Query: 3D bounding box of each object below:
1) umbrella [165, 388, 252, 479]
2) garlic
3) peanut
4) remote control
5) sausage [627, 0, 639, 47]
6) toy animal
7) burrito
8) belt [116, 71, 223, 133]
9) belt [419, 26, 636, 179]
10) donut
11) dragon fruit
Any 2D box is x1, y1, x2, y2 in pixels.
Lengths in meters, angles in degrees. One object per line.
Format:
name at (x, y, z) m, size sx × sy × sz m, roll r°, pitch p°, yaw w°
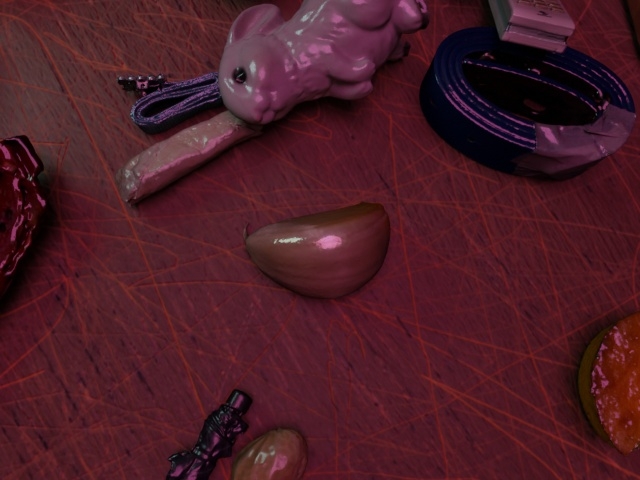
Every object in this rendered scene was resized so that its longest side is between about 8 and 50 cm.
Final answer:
umbrella at (-0.182, 0.326, 0.770) m, size 0.071 × 0.080 × 0.224 m, roll 21°, pitch 71°, yaw 37°
garlic at (-0.003, 0.011, 0.824) m, size 0.244 × 0.146 × 0.164 m, roll -8°, pitch 47°, yaw -3°
peanut at (-0.097, 0.374, 0.749) m, size 0.098 × 0.090 × 0.214 m, roll 32°, pitch 77°, yaw -9°
remote control at (0.354, -0.414, 0.885) m, size 0.102 × 0.056 × 0.277 m, roll 12°, pitch 45°, yaw -1°
sausage at (0.631, -0.410, 0.965) m, size 0.065 × 0.065 × 0.170 m, roll -6°, pitch 80°, yaw -5°
toy animal at (-0.016, -0.336, 0.851) m, size 0.357 × 0.194 × 0.258 m, roll -26°, pitch 80°, yaw -6°
burrito at (-0.219, -0.150, 0.865) m, size 0.275 × 0.059 × 0.082 m, roll -29°, pitch 67°, yaw -9°
belt at (-0.247, -0.257, 0.887) m, size 0.179 × 0.065 × 0.100 m, roll -22°, pitch 89°, yaw -9°
belt at (0.348, -0.235, 0.885) m, size 0.346 × 0.117 × 0.213 m, roll 21°, pitch 76°, yaw 1°
donut at (0.505, 0.196, 0.815) m, size 0.259 × 0.101 × 0.152 m, roll -35°, pitch 82°, yaw -8°
dragon fruit at (-0.581, -0.012, 0.806) m, size 0.329 × 0.228 × 0.286 m, roll -39°, pitch 116°, yaw -29°
